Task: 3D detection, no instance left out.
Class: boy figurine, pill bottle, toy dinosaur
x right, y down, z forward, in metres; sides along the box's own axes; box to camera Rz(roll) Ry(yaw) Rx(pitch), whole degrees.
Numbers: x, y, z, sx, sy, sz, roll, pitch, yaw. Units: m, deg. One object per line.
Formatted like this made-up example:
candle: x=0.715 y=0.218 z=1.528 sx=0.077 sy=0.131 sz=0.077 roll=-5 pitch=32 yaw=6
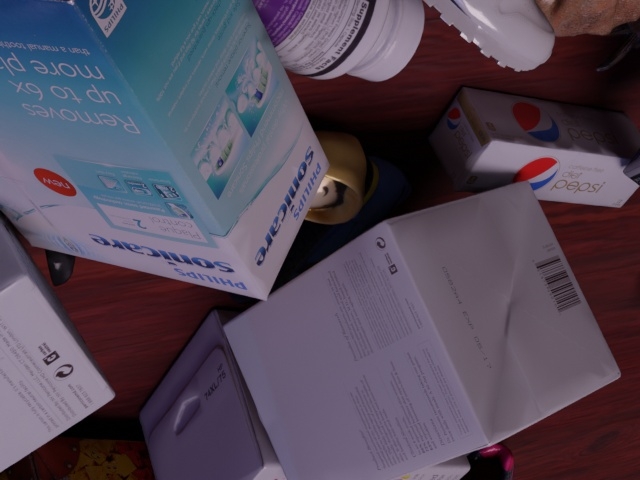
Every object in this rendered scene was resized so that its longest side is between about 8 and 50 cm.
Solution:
boy figurine: x=-0.098 y=-0.034 z=0.989 sx=0.285 sy=0.092 sz=0.177 roll=-8 pitch=140 yaw=-14
pill bottle: x=-0.019 y=-0.178 z=0.827 sx=0.193 sy=0.108 sz=0.108 roll=15 pitch=131 yaw=-41
toy dinosaur: x=0.233 y=-0.207 z=0.921 sx=0.295 sy=0.127 sz=0.200 roll=-3 pitch=147 yaw=-17

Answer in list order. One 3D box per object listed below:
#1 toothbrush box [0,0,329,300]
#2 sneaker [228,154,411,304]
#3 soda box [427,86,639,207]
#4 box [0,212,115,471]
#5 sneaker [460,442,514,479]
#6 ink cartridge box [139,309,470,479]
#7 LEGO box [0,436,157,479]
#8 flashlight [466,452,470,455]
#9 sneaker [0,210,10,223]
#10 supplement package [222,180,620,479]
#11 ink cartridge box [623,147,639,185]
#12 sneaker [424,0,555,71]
toothbrush box: x=-0.148 y=-0.104 z=0.740 sx=0.216 sy=0.126 sz=0.295 roll=12 pitch=153 yaw=26
sneaker: x=0.000 y=0.000 z=1.103 sx=0.209 sy=0.069 sz=0.082 roll=-40 pitch=144 yaw=23
soda box: x=0.214 y=-0.086 z=1.100 sx=0.216 sy=0.074 sz=0.069 roll=3 pitch=138 yaw=-31
box: x=-0.282 y=0.085 z=0.867 sx=0.182 sy=0.119 sz=0.181 roll=-33 pitch=143 yaw=-10
sneaker: x=0.167 y=0.381 z=1.600 sx=0.299 sy=0.121 sz=0.112 roll=-35 pitch=148 yaw=-46
ink cartridge box: x=-0.023 y=0.218 z=1.261 sx=0.270 sy=0.197 sz=0.198 roll=8 pitch=134 yaw=-35
LEGO box: x=-0.271 y=0.464 z=1.374 sx=0.372 sy=0.193 sz=0.500 roll=12 pitch=128 yaw=-41
flashlight: x=0.133 y=0.268 z=1.507 sx=0.103 sy=0.103 sz=0.304 roll=18 pitch=124 yaw=-40
sneaker: x=-0.302 y=0.009 z=0.940 sx=0.104 sy=0.095 sz=0.236 roll=-17 pitch=144 yaw=-21
supplement package: x=0.085 y=0.100 z=1.060 sx=0.198 sy=0.199 sz=0.262 roll=-16 pitch=168 yaw=-42
ink cartridge box: x=0.346 y=-0.138 z=0.984 sx=0.208 sy=0.045 sz=0.206 roll=-56 pitch=173 yaw=4
sneaker: x=0.100 y=-0.214 z=0.819 sx=0.235 sy=0.090 sz=0.095 roll=37 pitch=108 yaw=-28
